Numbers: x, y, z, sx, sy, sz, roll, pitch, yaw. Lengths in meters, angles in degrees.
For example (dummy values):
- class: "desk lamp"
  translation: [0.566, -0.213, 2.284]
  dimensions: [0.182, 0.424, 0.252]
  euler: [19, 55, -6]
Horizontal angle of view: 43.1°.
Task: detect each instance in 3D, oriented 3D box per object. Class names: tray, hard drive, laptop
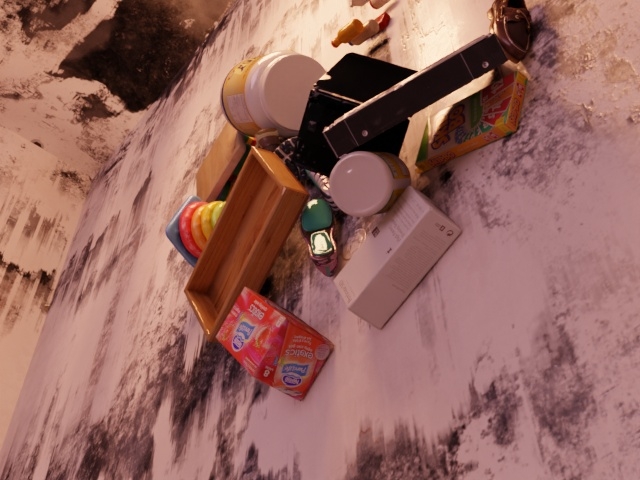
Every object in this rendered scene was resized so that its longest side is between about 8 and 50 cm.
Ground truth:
- class: "tray"
  translation: [-0.177, 0.014, 1.868]
  dimensions: [0.411, 0.076, 0.203]
  euler: [-62, 38, 21]
- class: "hard drive"
  translation: [0.171, -0.269, 1.495]
  dimensions: [0.339, 0.064, 0.237]
  euler: [-30, 6, 12]
- class: "laptop"
  translation: [0.096, -0.253, 1.724]
  dimensions: [0.234, 0.136, 0.264]
  euler: [22, 103, 23]

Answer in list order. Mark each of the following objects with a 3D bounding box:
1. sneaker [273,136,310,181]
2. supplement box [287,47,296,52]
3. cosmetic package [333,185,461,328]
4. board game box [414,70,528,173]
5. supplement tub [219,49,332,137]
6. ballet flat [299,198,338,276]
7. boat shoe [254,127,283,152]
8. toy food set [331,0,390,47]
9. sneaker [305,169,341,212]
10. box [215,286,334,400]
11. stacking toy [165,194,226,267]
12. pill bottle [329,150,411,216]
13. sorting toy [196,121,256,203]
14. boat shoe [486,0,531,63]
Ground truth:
- class: "sneaker"
  translation: [-0.076, -0.193, 2.030]
  dimensions: [0.283, 0.110, 0.122]
  euler: [-23, 8, 29]
- class: "supplement box"
  translation: [-0.066, -0.507, 2.375]
  dimensions: [0.036, 0.098, 0.062]
  euler: [-30, 37, 46]
- class: "cosmetic package"
  translation: [0.131, 0.029, 1.434]
  dimensions: [0.231, 0.085, 0.117]
  euler: [-51, 25, 11]
- class: "board game box"
  translation: [0.270, -0.215, 1.520]
  dimensions: [0.259, 0.039, 0.124]
  euler: [-25, 39, 53]
- class: "supplement tub"
  translation: [-0.121, -0.391, 2.192]
  dimensions: [0.228, 0.228, 0.316]
  euler: [-61, 26, -7]
- class: "ballet flat"
  translation: [0.000, 0.000, 1.716]
  dimensions: [0.077, 0.079, 0.221]
  euler: [-10, 36, -1]
- class: "boat shoe"
  translation: [-0.131, -0.228, 2.133]
  dimensions: [0.223, 0.080, 0.073]
  euler: [86, 174, -77]
- class: "toy food set"
  translation: [0.111, -0.596, 2.140]
  dimensions: [0.104, 0.111, 0.232]
  euler: [-25, 43, 49]
- class: "sneaker"
  translation: [0.037, -0.140, 1.830]
  dimensions: [0.098, 0.083, 0.223]
  euler: [-35, 33, 1]
- class: "box"
  translation: [-0.097, 0.198, 1.605]
  dimensions: [0.128, 0.123, 0.257]
  euler: [-60, 25, -2]
- class: "stacking toy"
  translation: [-0.245, -0.047, 2.150]
  dimensions: [0.302, 0.166, 0.175]
  euler: [-16, 33, 39]
- class: "pill bottle"
  translation: [0.102, -0.107, 1.506]
  dimensions: [0.117, 0.117, 0.208]
  euler: [-49, -11, 18]
- class: "sorting toy"
  translation: [-0.271, -0.218, 2.410]
  dimensions: [0.255, 0.089, 0.257]
  euler: [-55, 25, 24]
- class: "boat shoe"
  translation: [0.360, -0.410, 1.526]
  dimensions: [0.073, 0.073, 0.207]
  euler: [-43, 29, 33]
